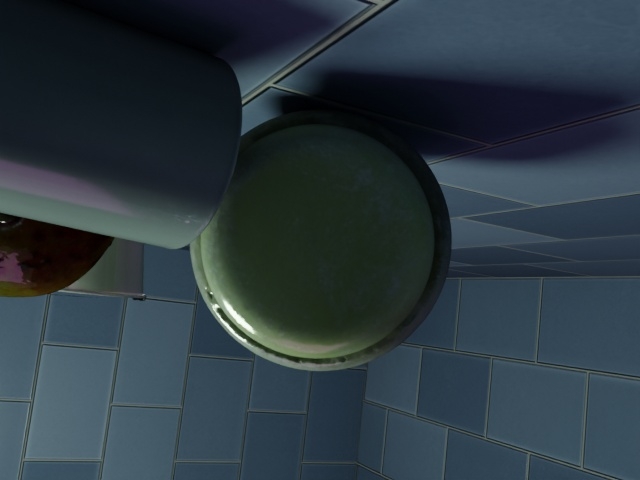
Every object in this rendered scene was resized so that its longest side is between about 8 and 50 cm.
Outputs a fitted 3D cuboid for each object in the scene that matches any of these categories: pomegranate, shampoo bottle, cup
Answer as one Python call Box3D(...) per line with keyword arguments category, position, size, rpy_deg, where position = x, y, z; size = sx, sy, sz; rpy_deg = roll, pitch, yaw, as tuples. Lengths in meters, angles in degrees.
Box3D(category="pomegranate", position=(-0.392, -0.096, 0.832), size=(0.290, 0.291, 0.323), rpy_deg=(13, -155, -46))
Box3D(category="shampoo bottle", position=(0.000, 0.000, 0.862), size=(0.322, 0.323, 0.317), rpy_deg=(6, 180, 1))
Box3D(category="cup", position=(-0.472, -0.016, 1.392), size=(0.253, 0.274, 0.253), rpy_deg=(7, 175, 1))
Box3D(category="cup", position=(-0.251, -0.120, 0.615), size=(0.312, 0.206, 0.205), rpy_deg=(14, 170, -37))
